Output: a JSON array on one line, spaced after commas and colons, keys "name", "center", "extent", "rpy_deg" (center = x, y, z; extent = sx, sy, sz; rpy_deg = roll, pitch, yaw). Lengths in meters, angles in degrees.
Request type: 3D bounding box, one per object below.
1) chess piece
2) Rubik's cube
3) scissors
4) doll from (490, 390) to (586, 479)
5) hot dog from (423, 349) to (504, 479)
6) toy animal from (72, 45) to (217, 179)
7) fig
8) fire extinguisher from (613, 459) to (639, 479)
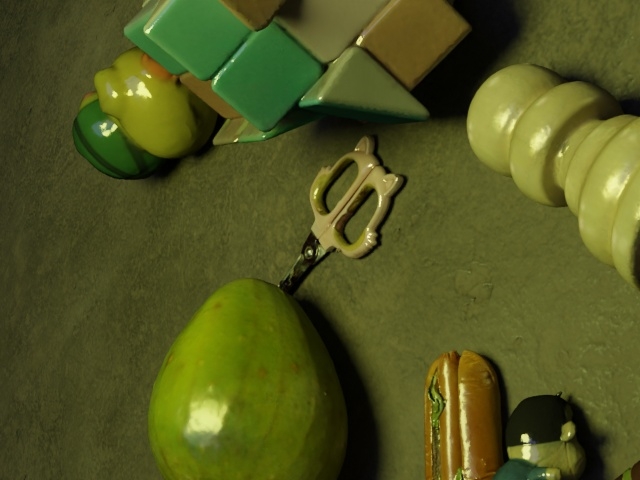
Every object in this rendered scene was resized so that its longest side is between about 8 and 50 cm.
[{"name": "chess piece", "center": [0.264, -0.090, 0.885], "extent": [0.300, 0.167, 0.167], "rpy_deg": [44, 114, 46]}, {"name": "Rubik's cube", "center": [-0.034, -0.285, 1.078], "extent": [0.387, 0.358, 0.368], "rpy_deg": [-32, 29, 39]}, {"name": "scissors", "center": [0.000, 0.000, 1.236], "extent": [0.317, 0.024, 0.160], "rpy_deg": [-53, 49, 27]}, {"name": "doll", "center": [0.222, 0.235, 0.894], "extent": [0.102, 0.089, 0.179], "rpy_deg": [114, 179, -64]}, {"name": "hot dog", "center": [0.158, 0.249, 0.991], "extent": [0.100, 0.068, 0.249], "rpy_deg": [-15, 71, 45]}, {"name": "toy animal", "center": [-0.276, -0.215, 1.453], "extent": [0.338, 0.216, 0.191], "rpy_deg": [-36, 85, 40]}, {"name": "fig", "center": [-0.093, 0.203, 1.150], "extent": [0.258, 0.258, 0.326], "rpy_deg": [-36, 41, 37]}, {"name": "fire extinguisher", "center": [0.284, 0.296, 0.813], "extent": [0.341, 0.105, 0.141], "rpy_deg": [-50, 34, 25]}]
